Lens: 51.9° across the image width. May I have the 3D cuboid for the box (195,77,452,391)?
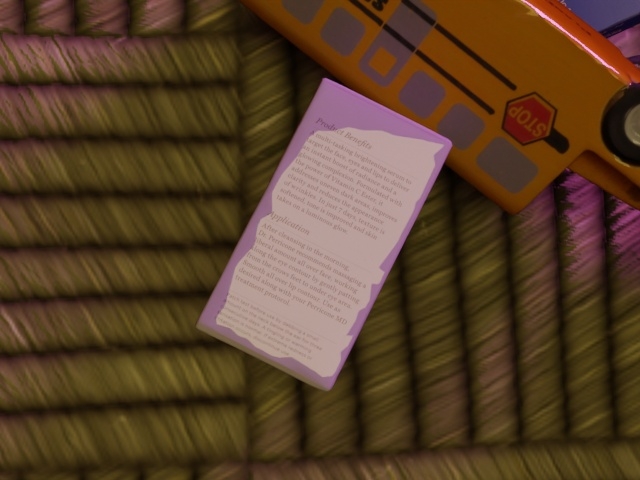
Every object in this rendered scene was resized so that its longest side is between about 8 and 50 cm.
[{"bbox_3d":[0.000,0.000,0.451,0.091,0.130,0.170,27,84,0],"label":"box"}]

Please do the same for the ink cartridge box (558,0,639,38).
[{"bbox_3d":[0.180,-0.252,0.509,0.097,0.046,0.207,-22,87,16],"label":"ink cartridge box"}]

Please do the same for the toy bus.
[{"bbox_3d":[0.104,-0.133,0.460,0.333,0.108,0.130,38,122,0],"label":"toy bus"}]
